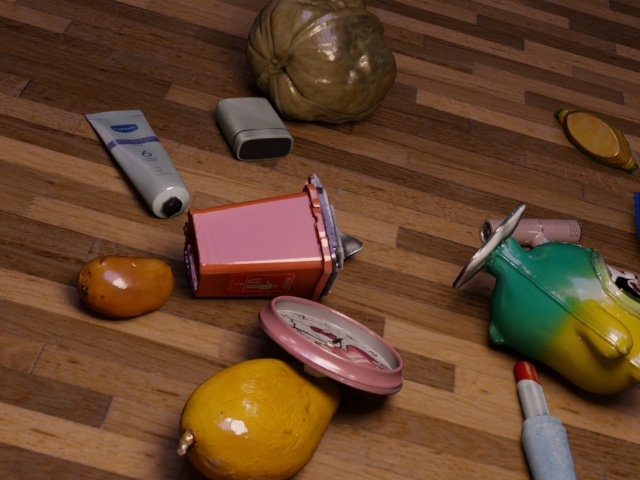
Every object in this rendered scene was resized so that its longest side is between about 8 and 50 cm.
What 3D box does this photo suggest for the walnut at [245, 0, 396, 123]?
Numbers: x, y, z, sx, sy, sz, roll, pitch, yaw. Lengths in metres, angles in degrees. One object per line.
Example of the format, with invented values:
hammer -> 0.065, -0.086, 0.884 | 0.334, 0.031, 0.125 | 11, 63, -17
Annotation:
walnut -> 0.002, -0.372, 2.099 | 0.277, 0.253, 0.282 | -17, 49, -35

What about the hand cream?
hand cream -> -0.323, -0.148, 1.896 | 0.109, 0.067, 0.320 | -10, 40, -28

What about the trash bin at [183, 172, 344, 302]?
trash bin -> -0.097, 0.000, 1.697 | 0.239, 0.161, 0.184 | -3, 64, -15

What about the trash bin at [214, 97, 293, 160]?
trash bin -> -0.129, -0.216, 2.026 | 0.116, 0.059, 0.130 | -5, 44, -28

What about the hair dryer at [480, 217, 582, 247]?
hair dryer -> 0.415, 0.048, 1.941 | 0.195, 0.053, 0.220 | 1, 49, -18

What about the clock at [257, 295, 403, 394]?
clock -> 0.016, 0.161, 1.588 | 0.244, 0.056, 0.244 | 25, 13, -6

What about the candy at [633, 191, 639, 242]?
candy -> 0.772, 0.006, 2.090 | 0.331, 0.077, 0.187 | 15, 42, -7

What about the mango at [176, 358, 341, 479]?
mango -> -0.079, 0.247, 1.460 | 0.176, 0.119, 0.317 | 48, 35, 16

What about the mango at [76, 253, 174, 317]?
mango -> -0.295, 0.066, 1.623 | 0.159, 0.084, 0.105 | -10, 53, -29

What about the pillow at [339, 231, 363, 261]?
pillow -> 0.000, -0.002, 1.827 | 0.136, 0.055, 0.091 | 38, 78, 27

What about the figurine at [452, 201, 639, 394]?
figurine -> 0.400, 0.115, 1.718 | 0.340, 0.231, 0.323 | 40, 3, 12

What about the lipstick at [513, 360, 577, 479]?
lipstick -> 0.340, 0.289, 1.619 | 0.068, 0.061, 0.274 | 1, 36, -3

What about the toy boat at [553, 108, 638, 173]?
toy boat -> 0.597, -0.228, 2.297 | 0.229, 0.089, 0.088 | 45, 9, 27
